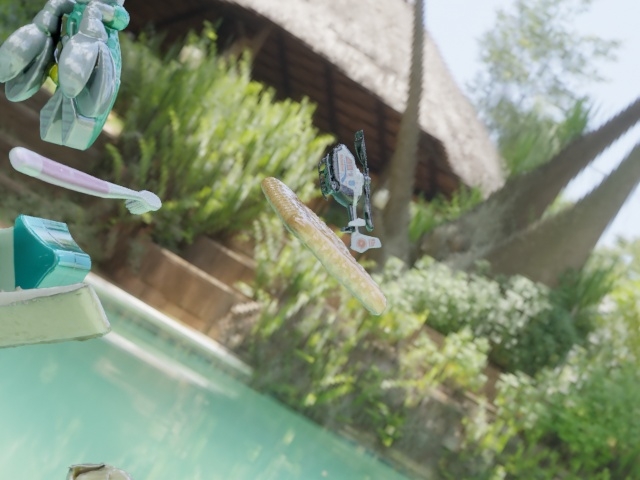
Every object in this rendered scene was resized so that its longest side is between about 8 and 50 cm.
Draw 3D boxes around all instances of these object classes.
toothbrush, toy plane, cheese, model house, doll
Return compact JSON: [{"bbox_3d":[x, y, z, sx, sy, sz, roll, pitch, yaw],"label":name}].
[{"bbox_3d":[-0.202,-0.048,1.020,0.286,0.025,0.020,24,45,-75],"label":"toothbrush"},{"bbox_3d":[0.046,-0.077,1.843,0.078,0.197,0.053,-6,-11,-17],"label":"toy plane"},{"bbox_3d":[-0.442,0.100,1.361,0.400,0.034,0.085,-6,-45,13],"label":"cheese"},{"bbox_3d":[-0.370,0.036,1.492,0.149,0.127,0.100,-8,-9,24],"label":"model house"},{"bbox_3d":[-0.351,-0.259,1.598,0.195,0.258,0.153,-21,-24,40],"label":"doll"}]

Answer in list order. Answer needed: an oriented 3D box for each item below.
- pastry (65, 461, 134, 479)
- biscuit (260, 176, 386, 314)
[{"bbox_3d":[-0.258,0.349,1.420,0.088,0.166,0.166,-15,12,-19],"label":"pastry"},{"bbox_3d":[0.001,-0.001,1.398,0.160,0.030,0.249,45,2,-16],"label":"biscuit"}]
